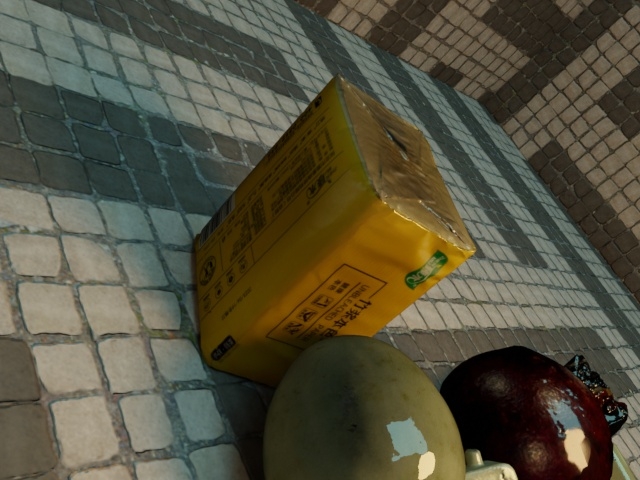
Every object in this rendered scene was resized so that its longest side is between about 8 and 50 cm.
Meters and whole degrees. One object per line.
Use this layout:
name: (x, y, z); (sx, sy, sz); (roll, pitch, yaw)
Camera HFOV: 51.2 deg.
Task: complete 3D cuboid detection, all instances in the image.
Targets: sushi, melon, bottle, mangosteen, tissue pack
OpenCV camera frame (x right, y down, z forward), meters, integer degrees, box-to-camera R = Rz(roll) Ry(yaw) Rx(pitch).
sushi: (0.644, 0.399, 1.602); (0.172, 0.153, 0.150); (48, -1, -42)
melon: (0.051, 0.265, 0.848); (0.272, 0.272, 0.307); (30, 49, -28)
bottle: (0.698, 0.574, 1.528); (0.072, 0.072, 0.201); (20, 37, -40)
mangosteen: (0.291, 0.309, 1.043); (0.294, 0.297, 0.297); (7, 35, -2)
tissue pack: (0.000, 0.000, 1.002); (0.228, 0.382, 0.293); (24, 35, -32)

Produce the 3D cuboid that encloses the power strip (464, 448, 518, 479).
power strip: (0.237, 0.463, 0.859); (0.091, 0.062, 0.384); (-9, 80, -15)
